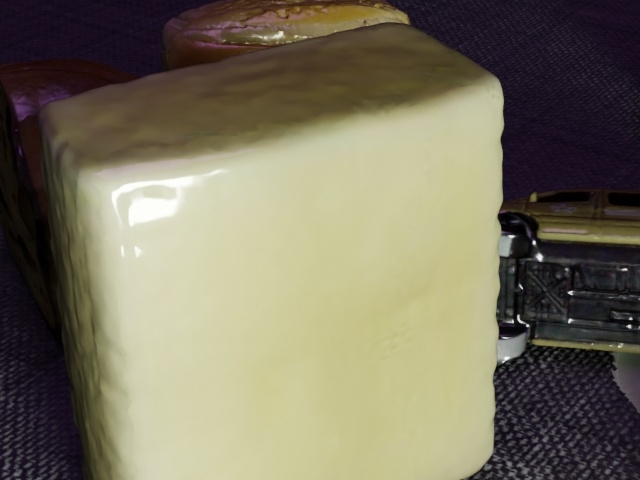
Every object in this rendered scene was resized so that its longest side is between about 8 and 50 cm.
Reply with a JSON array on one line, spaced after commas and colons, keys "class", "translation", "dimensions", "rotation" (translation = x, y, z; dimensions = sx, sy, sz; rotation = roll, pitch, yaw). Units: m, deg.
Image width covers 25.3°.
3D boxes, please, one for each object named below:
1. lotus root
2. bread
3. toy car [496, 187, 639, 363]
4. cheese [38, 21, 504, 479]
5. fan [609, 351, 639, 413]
[{"class": "lotus root", "translation": [-0.149, -0.056, 1.039], "dimensions": [0.180, 0.199, 0.188], "rotation": [-17, 39, -17]}, {"class": "bread", "translation": [-0.022, -0.147, 1.259], "dimensions": [0.236, 0.140, 0.106], "rotation": [-11, 27, -17]}, {"class": "toy car", "translation": [0.216, 0.019, 0.988], "dimensions": [0.256, 0.101, 0.124], "rotation": [4, 25, 11]}, {"class": "cheese", "translation": [-0.022, 0.036, 0.802], "dimensions": [0.242, 0.265, 0.124], "rotation": [-19, 34, -28]}, {"class": "fan", "translation": [0.361, 0.085, 0.960], "dimensions": [0.329, 0.009, 0.191], "rotation": [-6, 28, -3]}]
